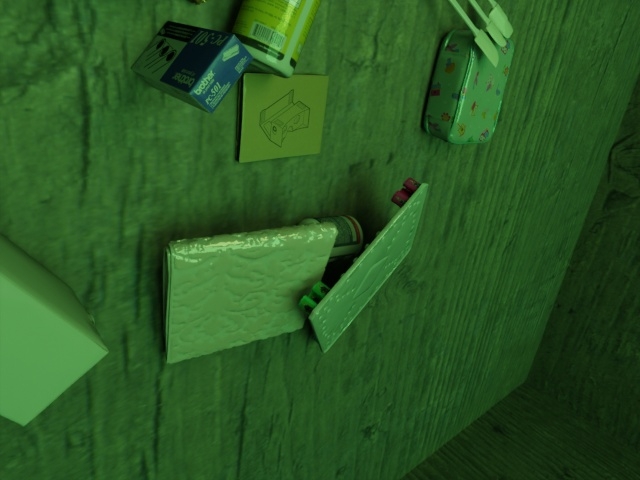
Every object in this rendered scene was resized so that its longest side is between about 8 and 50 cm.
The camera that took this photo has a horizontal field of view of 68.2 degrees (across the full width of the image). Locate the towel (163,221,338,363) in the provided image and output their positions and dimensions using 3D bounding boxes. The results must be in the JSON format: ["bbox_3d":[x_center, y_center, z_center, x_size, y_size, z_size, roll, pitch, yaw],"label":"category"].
[{"bbox_3d":[-0.148,0.101,0.952,0.331,0.053,0.317,-9,136,-30],"label":"towel"}]

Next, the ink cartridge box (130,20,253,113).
[{"bbox_3d":[-0.189,-0.252,0.673,0.097,0.207,0.046,-54,138,-4],"label":"ink cartridge box"}]

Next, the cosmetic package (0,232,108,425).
[{"bbox_3d":[-0.471,0.056,0.599,0.155,0.196,0.366,-43,135,-16],"label":"cosmetic package"}]

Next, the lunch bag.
[{"bbox_3d":[0.384,-0.385,1.216,0.223,0.107,0.280,-13,121,-40],"label":"lunch bag"}]

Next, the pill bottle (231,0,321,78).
[{"bbox_3d":[-0.064,-0.390,0.778,0.119,0.119,0.209,14,103,-47],"label":"pill bottle"}]

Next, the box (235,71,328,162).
[{"bbox_3d":[-0.073,-0.242,0.930,0.201,0.021,0.165,-15,123,-38],"label":"box"}]

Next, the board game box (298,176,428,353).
[{"bbox_3d":[0.105,0.077,1.147,0.390,0.050,0.390,-48,161,-15],"label":"board game box"}]

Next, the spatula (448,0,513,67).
[{"bbox_3d":[0.355,-0.534,1.079,0.242,0.019,0.168,42,64,-20],"label":"spatula"}]

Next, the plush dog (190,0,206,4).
[{"bbox_3d":[-0.158,-0.402,0.601,0.262,0.225,0.211,-38,134,-21],"label":"plush dog"}]

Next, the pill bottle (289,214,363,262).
[{"bbox_3d":[0.000,0.000,1.078,0.180,0.108,0.108,-7,118,-41],"label":"pill bottle"}]
